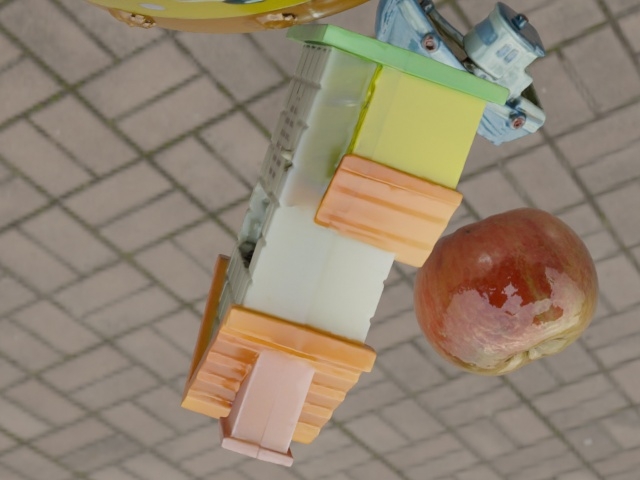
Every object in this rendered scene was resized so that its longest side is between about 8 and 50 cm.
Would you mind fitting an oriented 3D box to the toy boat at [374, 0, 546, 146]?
[{"bbox_3d":[0.136,-0.170,1.102,0.215,0.088,0.102,31,120,-34],"label":"toy boat"}]

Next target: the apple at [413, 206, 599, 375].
[{"bbox_3d":[0.203,0.057,1.404,0.209,0.164,0.209,-18,161,-7],"label":"apple"}]

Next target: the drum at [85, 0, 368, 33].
[{"bbox_3d":[-0.069,-0.319,0.607,0.431,0.431,0.214,-19,170,14],"label":"drum"}]

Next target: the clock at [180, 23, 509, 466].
[{"bbox_3d":[0.000,0.000,0.797,0.106,0.220,0.255,18,98,-9],"label":"clock"}]
